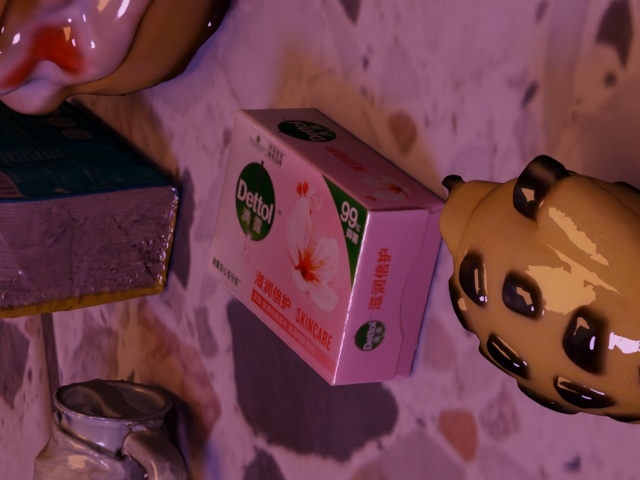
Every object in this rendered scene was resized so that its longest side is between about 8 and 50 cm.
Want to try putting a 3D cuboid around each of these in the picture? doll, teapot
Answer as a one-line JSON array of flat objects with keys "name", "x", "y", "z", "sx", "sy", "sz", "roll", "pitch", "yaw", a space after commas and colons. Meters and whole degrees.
[{"name": "doll", "x": 0.136, "y": 0.047, "z": 0.537, "sx": 0.291, "sy": 0.086, "sz": 0.117, "roll": 31, "pitch": 159, "yaw": 51}, {"name": "teapot", "x": -0.117, "y": 0.185, "z": 0.961, "sx": 0.107, "sy": 0.077, "sz": 0.200, "roll": 23, "pitch": 113, "yaw": 51}]

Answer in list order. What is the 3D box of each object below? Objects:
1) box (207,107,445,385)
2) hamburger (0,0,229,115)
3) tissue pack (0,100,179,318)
[{"name": "box", "x": 0.000, "y": 0.000, "z": 0.785, "sx": 0.125, "sy": 0.043, "sz": 0.089, "roll": 38, "pitch": 124, "yaw": 50}, {"name": "hamburger", "x": -0.196, "y": -0.201, "z": 0.905, "sx": 0.276, "sy": 0.237, "sz": 0.276, "roll": 8, "pitch": 99, "yaw": 55}, {"name": "tissue pack", "x": -0.173, "y": -0.023, "z": 0.989, "sx": 0.169, "sy": 0.120, "sz": 0.082, "roll": 35, "pitch": 125, "yaw": 50}]
